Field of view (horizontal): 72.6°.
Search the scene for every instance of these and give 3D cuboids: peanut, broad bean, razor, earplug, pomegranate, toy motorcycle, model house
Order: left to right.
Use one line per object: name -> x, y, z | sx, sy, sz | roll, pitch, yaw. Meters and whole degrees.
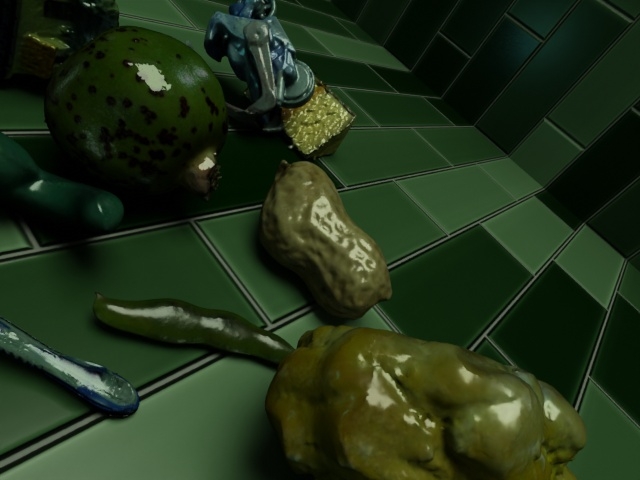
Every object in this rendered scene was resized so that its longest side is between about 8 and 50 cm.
earplug -> -0.390, -0.055, 0.451 | 0.257, 0.164, 0.280 | 54, 37, 1
razor -> -0.323, 0.089, 0.418 | 0.324, 0.056, 0.093 | 29, 34, -11
model house -> -0.446, -0.337, 0.649 | 0.170, 0.194, 0.211 | 49, 37, 10
pomegranate -> -0.246, -0.171, 0.639 | 0.270, 0.254, 0.254 | 43, 34, -7
broad bean -> -0.134, 0.116, 0.557 | 0.297, 0.043, 0.060 | 21, 47, -22
toy motorcycle -> -0.165, -0.407, 0.969 | 0.241, 0.182, 0.319 | -21, 77, -28
peanut -> -0.010, 0.001, 0.719 | 0.159, 0.143, 0.291 | -28, 71, -16

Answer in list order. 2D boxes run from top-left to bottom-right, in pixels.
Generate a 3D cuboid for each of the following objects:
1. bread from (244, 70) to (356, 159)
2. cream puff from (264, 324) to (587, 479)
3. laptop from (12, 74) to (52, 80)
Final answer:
bread -> -0.048, -0.329, 1.102 | 0.266, 0.178, 0.142 | 49, 5, 13
cream puff -> 0.088, 0.240, 0.446 | 0.324, 0.291, 0.257 | 29, 63, -35
laptop -> -0.535, -0.326, 0.749 | 0.207, 0.026, 0.154 | -14, 60, -47
